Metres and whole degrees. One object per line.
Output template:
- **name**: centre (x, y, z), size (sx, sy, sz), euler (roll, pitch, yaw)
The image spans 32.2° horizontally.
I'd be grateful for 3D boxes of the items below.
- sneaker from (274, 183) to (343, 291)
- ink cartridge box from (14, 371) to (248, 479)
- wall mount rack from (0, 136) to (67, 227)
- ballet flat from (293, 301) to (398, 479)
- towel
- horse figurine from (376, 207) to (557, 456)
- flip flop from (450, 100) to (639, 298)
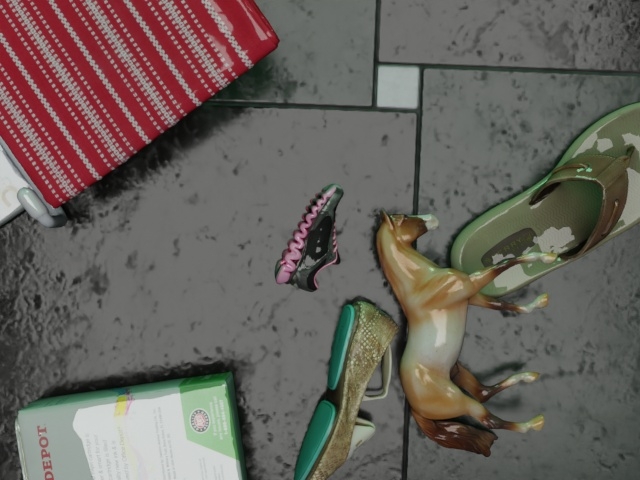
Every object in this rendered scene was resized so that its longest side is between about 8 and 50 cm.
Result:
- **sneaker**: centre (0.000, 0.000, 1.142), size (0.057, 0.047, 0.119), euler (27, 99, -8)
- **ink cartridge box**: centre (-0.185, 0.226, 1.123), size (0.212, 0.093, 0.154), euler (-9, 91, -1)
- **wall mount rack**: centre (-0.425, -0.080, 1.092), size (0.350, 0.130, 0.304), euler (-36, 91, 0)
- **ballet flat**: centre (0.032, 0.167, 1.135), size (0.067, 0.073, 0.206), euler (16, 96, -15)
- **towel**: centre (-0.195, -0.183, 1.023), size (0.275, 0.031, 0.199), euler (-34, 92, 12)
- **horse figurine**: centre (0.139, 0.103, 1.107), size (0.174, 0.066, 0.263), euler (2, 103, -2)
- **flip flop**: centre (0.254, -0.036, 1.120), size (0.277, 0.080, 0.112), euler (-33, 92, 1)
